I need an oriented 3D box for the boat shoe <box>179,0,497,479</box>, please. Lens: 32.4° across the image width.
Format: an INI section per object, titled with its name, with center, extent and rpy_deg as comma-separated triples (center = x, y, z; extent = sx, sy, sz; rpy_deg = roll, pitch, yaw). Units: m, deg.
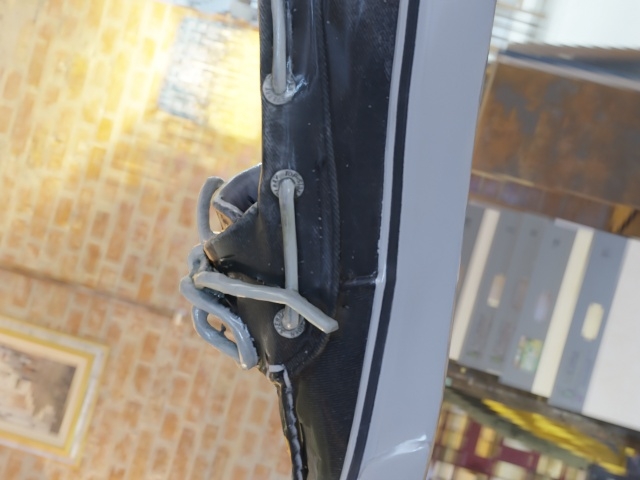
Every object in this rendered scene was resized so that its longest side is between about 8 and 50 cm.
[boat shoe]
center = 0.000, 0.001, 0.426
extent = 0.113, 0.105, 0.306
rpy_deg = -81, -3, -65
